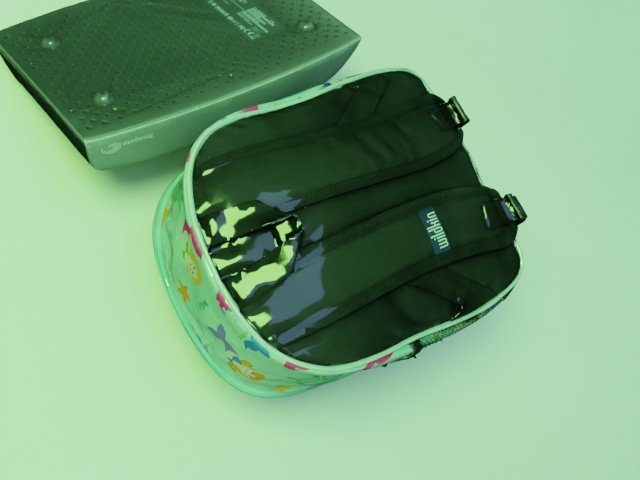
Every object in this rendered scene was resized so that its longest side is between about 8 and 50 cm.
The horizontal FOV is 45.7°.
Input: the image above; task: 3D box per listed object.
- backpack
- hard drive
[{"bbox_3d":[0.000,0.000,0.594,0.254,0.191,0.225,-22,82,-38],"label":"backpack"},{"bbox_3d":[-0.112,-0.151,0.625,0.255,0.054,0.172,-29,57,-30],"label":"hard drive"}]
